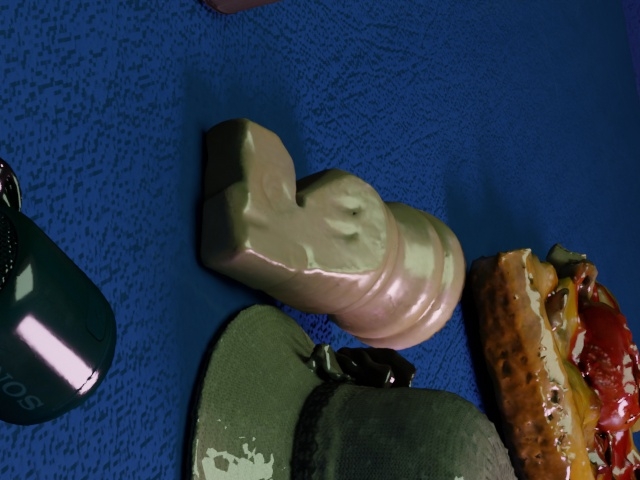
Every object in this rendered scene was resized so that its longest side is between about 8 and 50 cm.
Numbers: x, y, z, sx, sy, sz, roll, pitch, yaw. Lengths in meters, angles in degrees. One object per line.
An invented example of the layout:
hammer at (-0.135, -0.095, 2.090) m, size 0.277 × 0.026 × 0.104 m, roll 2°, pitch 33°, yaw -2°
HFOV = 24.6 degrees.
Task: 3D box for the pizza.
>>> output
pizza at (0.261, 0.133, 1.439) m, size 0.406 × 0.130 × 0.440 m, roll -61°, pitch 138°, yaw -57°

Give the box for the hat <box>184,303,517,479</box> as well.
hat at (0.039, 0.153, 0.782) m, size 0.257 × 0.130 × 0.257 m, roll -9°, pitch 90°, yaw -72°

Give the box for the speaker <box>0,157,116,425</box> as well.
speaker at (-0.119, 0.015, 0.523) m, size 0.094 × 0.060 × 0.075 m, roll 50°, pitch -4°, yaw 40°

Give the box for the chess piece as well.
chess piece at (0.000, 0.000, 0.834) m, size 0.200 × 0.090 × 0.090 m, roll 26°, pitch 56°, yaw -54°

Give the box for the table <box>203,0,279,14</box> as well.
table at (-0.048, -0.196, 0.820) m, size 0.133 × 0.043 × 0.134 m, roll -10°, pitch 90°, yaw -71°
